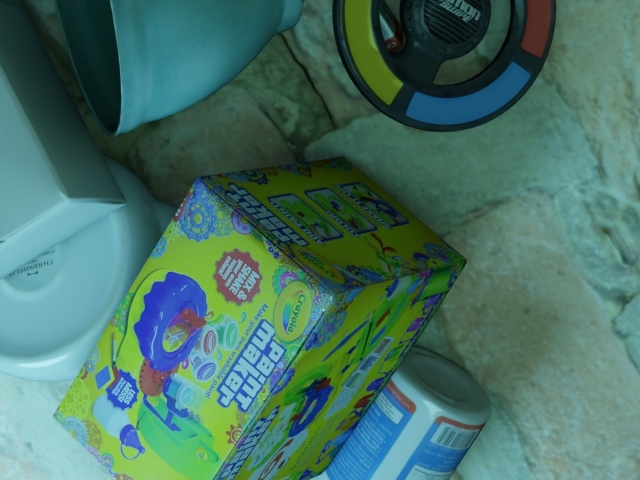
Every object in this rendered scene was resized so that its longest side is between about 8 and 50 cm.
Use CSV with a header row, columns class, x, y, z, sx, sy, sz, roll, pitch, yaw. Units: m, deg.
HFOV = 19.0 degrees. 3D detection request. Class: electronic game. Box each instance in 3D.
class,x,y,z,sx,sy,sz,roll,pitch,yaw
electronic game,0.119,-0.217,1.813,0.229,0.048,0.229,-3,98,-20

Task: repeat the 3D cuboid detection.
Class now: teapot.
class,x,y,z,sx,sy,sz,roll,pitch,yaw
teapot,-0.252,0.028,1.906,0.256,0.187,0.252,28,92,20

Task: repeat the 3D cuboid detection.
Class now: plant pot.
class,x,y,z,sx,sy,sz,roll,pitch,yaw
plant pot,-0.132,-0.259,1.748,0.196,0.293,0.293,-15,111,-16

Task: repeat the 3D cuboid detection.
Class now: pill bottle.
class,x,y,z,sx,sy,sz,roll,pitch,yaw
pill bottle,0.072,0.230,1.991,0.124,0.124,0.221,29,110,-8

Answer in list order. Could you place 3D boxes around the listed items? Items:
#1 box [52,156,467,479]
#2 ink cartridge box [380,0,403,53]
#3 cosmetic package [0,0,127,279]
class,x,y,z,sx,sy,sz,roll,pitch,yaw
box,-0.053,0.093,1.827,0.177,0.279,0.290,41,113,19
ink cartridge box,0.059,-0.205,1.854,0.029,0.063,0.115,-30,108,15
cosmetic package,-0.360,-0.145,1.760,0.197,0.155,0.366,-29,84,13
